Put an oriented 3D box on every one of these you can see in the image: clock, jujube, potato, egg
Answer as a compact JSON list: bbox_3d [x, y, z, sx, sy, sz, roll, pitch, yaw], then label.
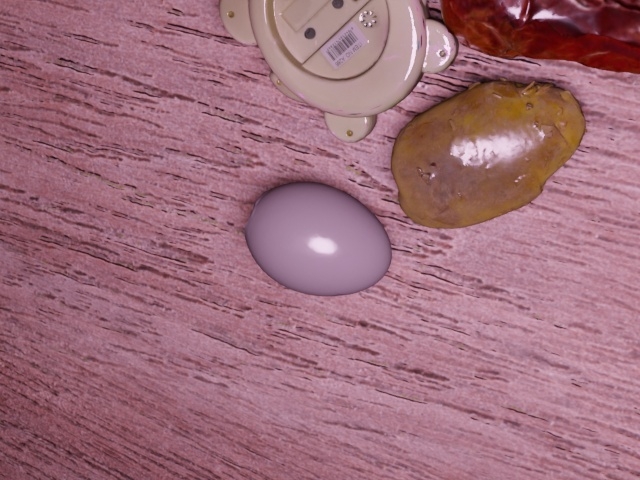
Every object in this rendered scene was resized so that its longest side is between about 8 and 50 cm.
[{"bbox_3d":[0.031,-0.325,1.138,0.284,0.114,0.309,-39,94,23],"label":"clock"},{"bbox_3d":[0.319,-0.321,0.995,0.342,0.216,0.216,17,111,13],"label":"jujube"},{"bbox_3d":[0.236,-0.127,1.116,0.296,0.141,0.192,-27,99,21],"label":"potato"},{"bbox_3d":[0.000,0.000,1.211,0.232,0.176,0.176,15,111,8],"label":"egg"}]
